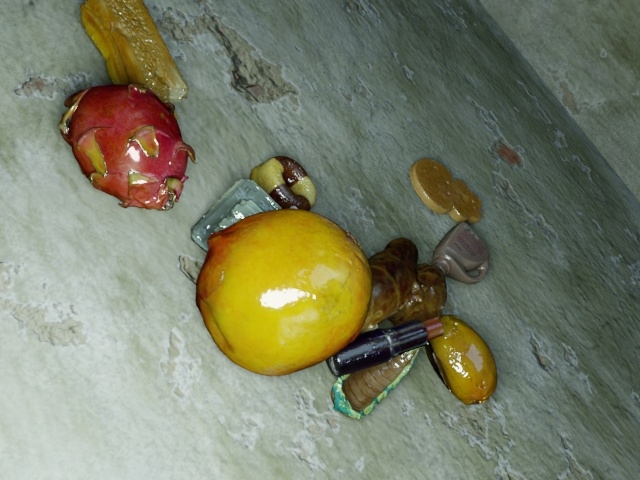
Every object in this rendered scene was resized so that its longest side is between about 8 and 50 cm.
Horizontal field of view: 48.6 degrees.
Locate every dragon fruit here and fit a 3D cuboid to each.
[{"bbox_3d":[-0.405,-0.210,1.494,0.250,0.250,0.315,2,43,-39],"label":"dragon fruit"}]

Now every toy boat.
[{"bbox_3d":[0.129,0.319,1.651,0.292,0.099,0.109,-27,79,-40],"label":"toy boat"}]

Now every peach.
[{"bbox_3d":[-0.078,0.104,1.470,0.372,0.373,0.290,26,16,-24],"label":"peach"}]

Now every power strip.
[{"bbox_3d":[-0.158,-0.018,1.609,0.213,0.064,0.198,42,76,-9],"label":"power strip"}]

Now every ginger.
[{"bbox_3d":[0.177,0.143,1.762,0.254,0.176,0.418,52,37,10],"label":"ginger"}]

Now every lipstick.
[{"bbox_3d":[0.153,0.236,1.619,0.299,0.081,0.081,-14,68,-23],"label":"lipstick"}]

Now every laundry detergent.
[{"bbox_3d":[0.417,0.062,2.097,0.171,0.076,0.237,47,42,-3],"label":"laundry detergent"}]

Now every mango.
[{"bbox_3d":[0.367,0.304,1.841,0.249,0.151,0.156,60,11,21],"label":"mango"}]

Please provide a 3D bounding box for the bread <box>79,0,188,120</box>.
[{"bbox_3d":[-0.436,-0.427,1.713,0.185,0.109,0.381,-12,70,-53],"label":"bread"}]

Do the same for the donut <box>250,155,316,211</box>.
[{"bbox_3d":[-0.087,-0.138,1.821,0.166,0.073,0.184,-23,78,-49],"label":"donut"}]

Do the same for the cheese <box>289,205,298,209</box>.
[{"bbox_3d":[0.000,0.000,1.778,0.227,0.064,0.137,44,38,-17],"label":"cheese"}]

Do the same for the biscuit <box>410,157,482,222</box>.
[{"bbox_3d":[0.401,-0.153,2.268,0.288,0.044,0.202,26,47,-26],"label":"biscuit"}]
